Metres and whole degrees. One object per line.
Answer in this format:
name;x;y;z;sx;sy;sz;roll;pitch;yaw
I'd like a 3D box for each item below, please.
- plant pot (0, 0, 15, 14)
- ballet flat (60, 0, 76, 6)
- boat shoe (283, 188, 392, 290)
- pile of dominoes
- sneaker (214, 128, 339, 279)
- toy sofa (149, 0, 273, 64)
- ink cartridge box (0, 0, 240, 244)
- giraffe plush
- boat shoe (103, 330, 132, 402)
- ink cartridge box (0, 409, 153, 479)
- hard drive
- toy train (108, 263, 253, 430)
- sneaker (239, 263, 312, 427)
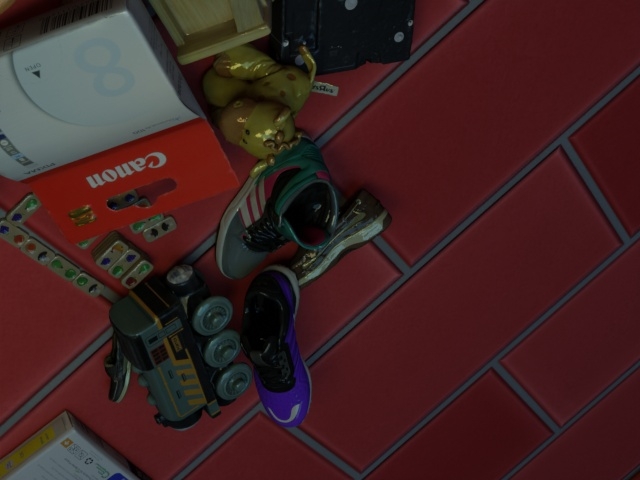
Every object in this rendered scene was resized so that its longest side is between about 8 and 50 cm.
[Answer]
plant pot;-0.467;-0.380;1.285;0.291;0.203;0.290;-16;130;-19
ballet flat;-0.294;-0.276;1.546;0.091;0.077;0.241;-32;132;-5
boat shoe;0.000;-0.002;1.922;0.257;0.095;0.095;-36;104;4
pile of dominoes;-0.368;-0.013;1.722;0.196;0.040;0.251;-44;133;6
sneaker;-0.066;-0.021;1.793;0.124;0.178;0.295;13;116;-35
toy sofa;-0.202;-0.437;1.454;0.150;0.177;0.362;-18;135;15
ink cartridge box;-0.327;-0.148;1.536;0.308;0.091;0.385;-18;129;10
giraffe plush;-0.089;-0.188;1.613;0.210;0.170;0.181;1;133;12
boat shoe;-0.361;0.218;1.891;0.049;0.056;0.152;6;110;-27
ink cartridge box;-0.504;0.498;2.004;0.307;0.072;0.303;-35;134;1
hard drive;0.037;-0.423;1.635;0.237;0.064;0.338;-14;129;-21
toy train;-0.241;0.193;1.862;0.190;0.142;0.333;-31;135;-20
sneaker;-0.089;0.199;1.854;0.102;0.146;0.293;-5;100;15
